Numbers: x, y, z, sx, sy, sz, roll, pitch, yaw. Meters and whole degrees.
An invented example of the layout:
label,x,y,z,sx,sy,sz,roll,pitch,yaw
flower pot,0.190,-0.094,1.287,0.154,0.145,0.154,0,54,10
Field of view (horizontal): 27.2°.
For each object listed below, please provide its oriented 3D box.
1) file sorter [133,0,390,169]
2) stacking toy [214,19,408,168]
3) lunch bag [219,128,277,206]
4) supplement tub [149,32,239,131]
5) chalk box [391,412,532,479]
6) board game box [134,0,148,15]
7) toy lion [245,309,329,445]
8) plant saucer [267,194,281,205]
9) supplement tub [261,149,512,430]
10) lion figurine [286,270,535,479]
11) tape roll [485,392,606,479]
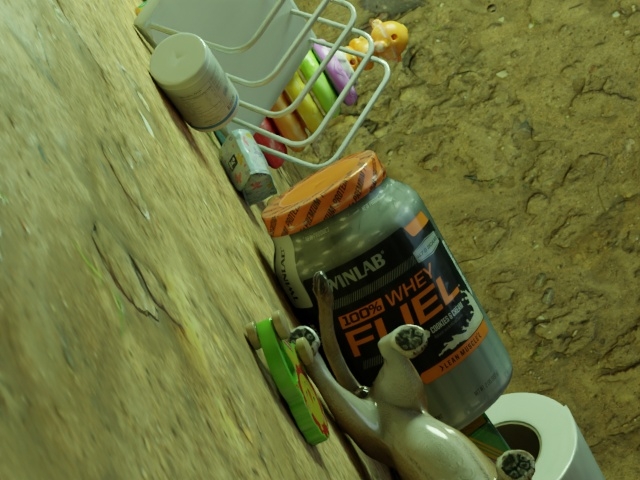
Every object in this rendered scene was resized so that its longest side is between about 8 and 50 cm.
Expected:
label,x,y,z,sx,sy,sz,roll,pitch,yaw
file sorter,-0.056,-0.240,1.633,0.173,0.193,0.278,24,-16,33
stacking toy,-0.011,-0.223,1.861,0.175,0.301,0.166,59,3,-3
lunch bag,-0.093,-0.094,1.663,0.083,0.053,0.071,79,-14,-68
supplement tub,-0.139,-0.175,1.474,0.071,0.071,0.107,62,4,32
chalk box,0.195,0.312,1.598,0.213,0.132,0.132,53,1,-15
board game box,-0.160,-0.295,1.760,0.039,0.124,0.259,56,2,11
toy lion,-0.021,0.117,1.075,0.100,0.034,0.096,55,13,-59
plant saucer,0.000,0.000,2.012,0.200,0.037,0.200,45,8,-8
supplement tub,0.073,0.067,1.539,0.316,0.193,0.193,59,3,-12
lion figurine,0.110,0.219,1.268,0.392,0.142,0.240,57,-7,35
tape roll,0.315,0.385,2.075,0.169,0.246,0.246,59,3,-33
